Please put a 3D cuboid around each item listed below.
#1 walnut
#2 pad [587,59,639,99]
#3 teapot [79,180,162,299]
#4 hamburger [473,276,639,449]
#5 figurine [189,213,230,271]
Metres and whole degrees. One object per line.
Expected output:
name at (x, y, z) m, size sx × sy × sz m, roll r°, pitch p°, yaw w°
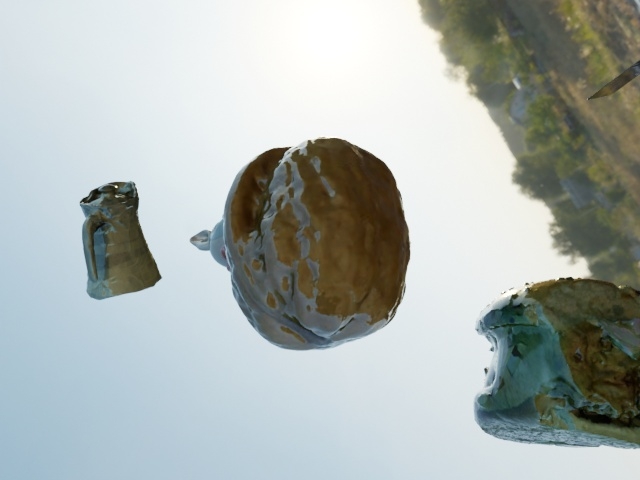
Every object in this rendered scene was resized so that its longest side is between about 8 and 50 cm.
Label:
walnut at (0.000, 0.000, 0.749) m, size 0.257 × 0.224 × 0.257 m, roll 16°, pitch -119°, yaw -30°
pad at (0.599, -0.322, 1.216) m, size 0.112 × 0.157 × 0.003 m, roll -19°, pitch -104°, yaw -38°
teapot at (-0.156, -0.001, 0.477) m, size 0.067 × 0.057 × 0.083 m, roll -46°, pitch -47°, yaw -68°
hamburger at (0.267, 0.148, 0.751) m, size 0.192 × 0.288 × 0.167 m, roll 17°, pitch -112°, yaw -10°
figurine at (-0.118, -0.007, 1.035) m, size 0.127 × 0.155 × 0.236 m, roll 2°, pitch -160°, yaw -43°
